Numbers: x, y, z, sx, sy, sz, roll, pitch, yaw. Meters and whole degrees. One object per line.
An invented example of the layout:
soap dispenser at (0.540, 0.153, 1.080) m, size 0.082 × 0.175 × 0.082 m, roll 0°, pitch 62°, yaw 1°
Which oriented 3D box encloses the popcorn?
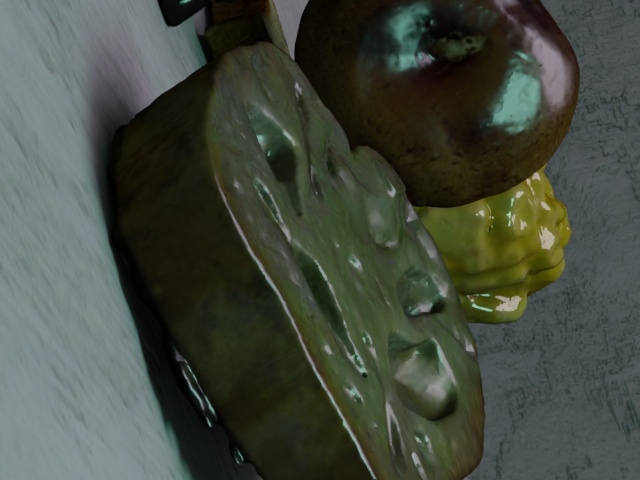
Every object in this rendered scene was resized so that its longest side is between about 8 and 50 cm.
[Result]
popcorn at (0.127, -0.079, 2.006) m, size 0.349 × 0.349 × 0.381 m, roll 54°, pitch 48°, yaw -71°

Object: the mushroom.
mushroom at (0.113, -0.152, 1.759) m, size 0.254 × 0.267 × 0.267 m, roll 67°, pitch 8°, yaw -67°

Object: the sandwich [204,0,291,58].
sandwich at (-0.065, -0.185, 1.868) m, size 0.214 × 0.065 × 0.186 m, roll -101°, pitch 172°, yaw -59°

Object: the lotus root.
lotus root at (-0.004, 0.047, 1.280) m, size 0.390 × 0.111 × 0.375 m, roll 41°, pitch 31°, yaw -48°

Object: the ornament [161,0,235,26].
ornament at (-0.024, -0.283, 1.662) m, size 0.251 × 0.260 × 0.106 m, roll -91°, pitch 169°, yaw -71°
